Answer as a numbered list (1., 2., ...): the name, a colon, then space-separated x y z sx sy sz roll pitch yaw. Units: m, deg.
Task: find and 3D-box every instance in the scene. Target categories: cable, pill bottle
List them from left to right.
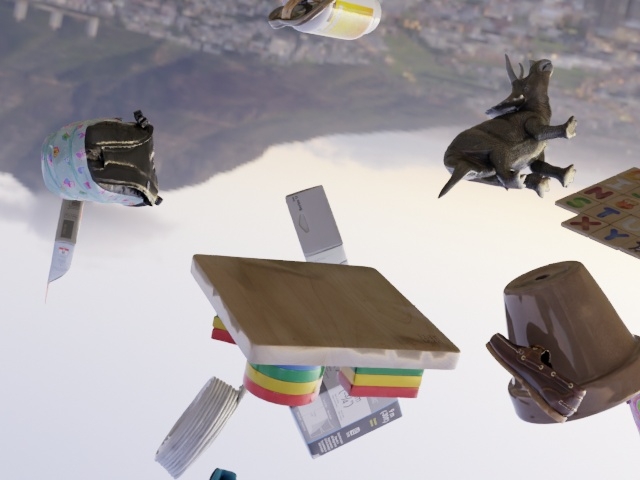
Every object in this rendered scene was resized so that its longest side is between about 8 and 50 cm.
1. cable: -0.295 0.446 2.611 0.089 0.257 0.257 39 -147 -4
2. pill bottle: 0.030 -0.462 2.162 0.117 0.117 0.215 17 -168 34

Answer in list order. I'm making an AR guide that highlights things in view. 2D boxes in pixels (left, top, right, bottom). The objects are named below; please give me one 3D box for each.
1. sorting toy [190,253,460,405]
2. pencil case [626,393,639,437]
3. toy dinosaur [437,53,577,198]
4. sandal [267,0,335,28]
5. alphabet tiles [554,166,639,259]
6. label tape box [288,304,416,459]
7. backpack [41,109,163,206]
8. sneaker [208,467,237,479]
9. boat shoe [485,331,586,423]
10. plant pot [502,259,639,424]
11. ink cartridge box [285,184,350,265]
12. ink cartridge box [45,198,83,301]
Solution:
1. sorting toy: -0.008 0.111 1.307 0.255 0.089 0.257 5 -160 -24
2. pencil case: 0.636 0.334 2.033 0.124 0.284 0.124 -19 -159 8
3. toy dinosaur: 0.245 -0.120 1.485 0.160 0.121 0.313 23 -126 40
4. sandal: -0.042 -0.419 1.955 0.180 0.072 0.049 6 135 53
5. alphabet tiles: 0.575 -0.048 1.819 0.342 0.011 0.285 -21 -146 -35
6. label tape box: 0.091 0.308 2.339 0.334 0.240 0.106 -25 -128 -6
7. backpack: -0.325 -0.114 1.625 0.115 0.152 0.182 -15 175 23
8. sneaker: -0.203 0.580 2.221 0.125 0.139 0.341 18 -172 -19
9. boat shoe: 0.352 0.209 1.779 0.073 0.073 0.207 21 -163 -43
10. plant pot: 0.432 0.164 1.921 0.263 0.229 0.263 -21 -172 3
11. ink cartridge box: 0.000 0.000 2.283 0.087 0.153 0.208 -19 155 0
12. ink cartridge box: -0.471 0.013 2.011 0.045 0.179 0.145 9 -135 -11
